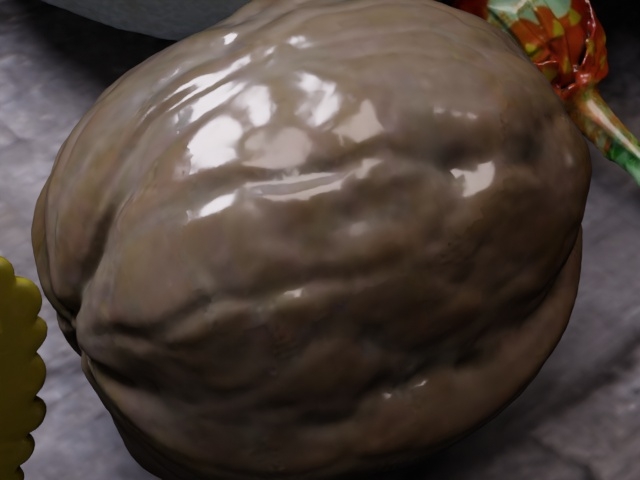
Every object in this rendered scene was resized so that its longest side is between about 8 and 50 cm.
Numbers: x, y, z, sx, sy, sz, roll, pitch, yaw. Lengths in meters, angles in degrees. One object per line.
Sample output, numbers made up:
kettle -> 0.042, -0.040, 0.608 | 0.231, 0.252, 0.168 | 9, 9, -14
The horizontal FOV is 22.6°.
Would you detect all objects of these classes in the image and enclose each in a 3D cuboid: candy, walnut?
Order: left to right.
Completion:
walnut -> 0.000, 0.000, 0.642 | 0.224, 0.224, 0.224 | 5, 49, -6
candy -> 0.168, -0.033, 0.798 | 0.078, 0.084, 0.288 | -28, 67, -33

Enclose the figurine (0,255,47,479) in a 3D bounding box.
figurine -> -0.258, -0.005, 0.644 | 0.168, 0.187, 0.315 | -29, 51, -25

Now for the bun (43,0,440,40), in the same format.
bun -> -0.051, -0.262, 0.837 | 0.361, 0.211, 0.362 | 8, 40, -7
